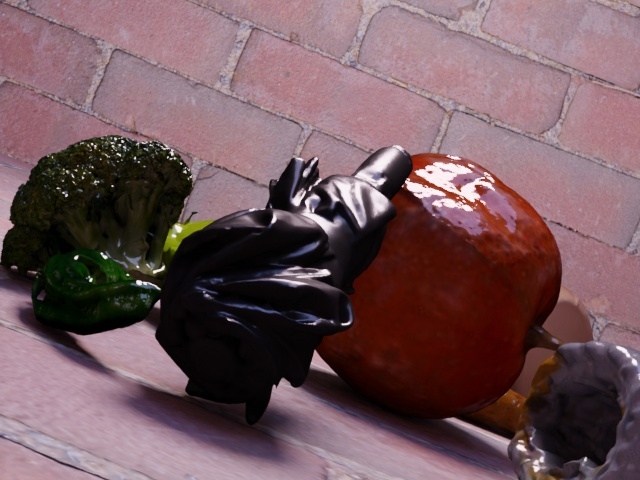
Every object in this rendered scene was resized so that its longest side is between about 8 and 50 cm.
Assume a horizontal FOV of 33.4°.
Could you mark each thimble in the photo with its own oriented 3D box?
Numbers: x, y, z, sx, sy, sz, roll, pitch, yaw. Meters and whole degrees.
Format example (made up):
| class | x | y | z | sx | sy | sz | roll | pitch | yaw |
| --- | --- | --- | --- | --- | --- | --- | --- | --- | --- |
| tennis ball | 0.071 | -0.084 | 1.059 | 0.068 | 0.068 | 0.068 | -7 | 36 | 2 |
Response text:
| class | x | y | z | sx | sy | sz | roll | pitch | yaw |
| --- | --- | --- | --- | --- | --- | --- | --- | --- | --- |
| thimble | 0.217 | 0.144 | 0.748 | 0.117 | 0.127 | 0.151 | 23 | 1 | -18 |

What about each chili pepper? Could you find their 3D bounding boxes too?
| class | x | y | z | sx | sy | sz | roll | pitch | yaw |
| --- | --- | --- | --- | --- | --- | --- | --- | --- | --- |
| chili pepper | -0.154 | 0.034 | 0.709 | 0.073 | 0.050 | 0.182 | 17 | -1 | -16 |

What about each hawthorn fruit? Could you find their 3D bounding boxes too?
| class | x | y | z | sx | sy | sz | roll | pitch | yaw |
| --- | --- | --- | --- | --- | --- | --- | --- | --- | --- |
| hawthorn fruit | 0.125 | 0.054 | 0.941 | 0.271 | 0.242 | 0.242 | 29 | 3 | 25 |

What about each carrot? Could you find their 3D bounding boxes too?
| class | x | y | z | sx | sy | sz | roll | pitch | yaw |
| --- | --- | --- | --- | --- | --- | --- | --- | --- | --- |
| carrot | 0.182 | 0.169 | 1.091 | 0.209 | 0.061 | 0.061 | 26 | 1 | 3 |

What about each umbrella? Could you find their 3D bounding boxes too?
| class | x | y | z | sx | sy | sz | roll | pitch | yaw |
| --- | --- | --- | --- | --- | --- | --- | --- | --- | --- |
| umbrella | 0.000 | 0.000 | 0.729 | 0.118 | 0.118 | 0.340 | 22 | 29 | 15 |

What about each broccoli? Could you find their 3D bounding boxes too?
| class | x | y | z | sx | sy | sz | roll | pitch | yaw |
| --- | --- | --- | --- | --- | --- | --- | --- | --- | --- |
| broccoli | -0.182 | -0.018 | 0.862 | 0.162 | 0.138 | 0.146 | -14 | -28 | -19 |

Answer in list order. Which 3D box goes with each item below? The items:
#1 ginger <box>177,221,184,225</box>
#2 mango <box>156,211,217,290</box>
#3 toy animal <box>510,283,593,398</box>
| class | x | y | z | sx | sy | sz | roll | pitch | yaw |
| --- | --- | --- | --- | --- | --- | --- | --- | --- | --- |
| ginger | -0.186 | 0.004 | 1.256 | 0.289 | 0.089 | 0.137 | 16 | 15 | 36 |
| mango | -0.092 | 0.035 | 0.940 | 0.119 | 0.100 | 0.178 | 6 | 9 | -9 |
| toy animal | 0.165 | 0.088 | 1.215 | 0.256 | 0.195 | 0.213 | 19 | -9 | 28 |
